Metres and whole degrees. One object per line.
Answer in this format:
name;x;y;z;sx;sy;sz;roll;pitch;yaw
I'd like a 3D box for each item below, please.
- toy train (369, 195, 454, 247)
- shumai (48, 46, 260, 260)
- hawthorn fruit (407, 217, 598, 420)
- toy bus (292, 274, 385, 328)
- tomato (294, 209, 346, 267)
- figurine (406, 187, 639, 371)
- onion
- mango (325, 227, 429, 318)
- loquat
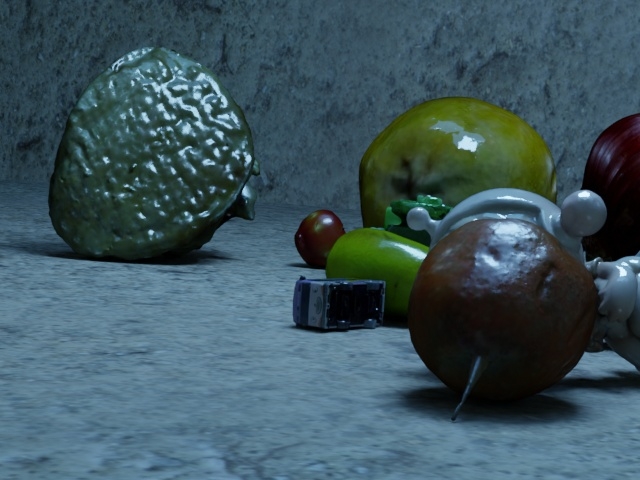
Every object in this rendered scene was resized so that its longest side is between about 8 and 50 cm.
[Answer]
toy train;0.171;0.019;1.853;0.243;0.132;0.188;6;0;5
shumai;-0.244;-0.079;2.310;0.292;0.330;0.288;40;-17;1
hawthorn fruit;0.139;0.054;1.207;0.149;0.149;0.189;4;4;2
toy bus;0.017;0.062;1.612;0.058;0.052;0.102;6;3;36
tomato;0.000;0.000;2.285;0.075;0.087;0.087;-25;9;-8
figurine;0.201;0.022;1.359;0.256;0.144;0.182;15;-22;-14
onion;0.414;-0.027;1.735;0.285;0.273;0.273;-23;5;-1
mango;0.078;0.034;1.698;0.163;0.089;0.117;3;-26;44
loquat;0.174;-0.066;2.089;0.276;0.276;0.284;5;-1;21
